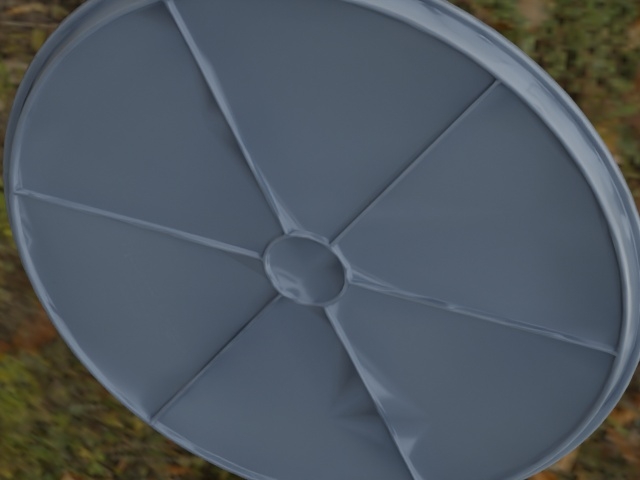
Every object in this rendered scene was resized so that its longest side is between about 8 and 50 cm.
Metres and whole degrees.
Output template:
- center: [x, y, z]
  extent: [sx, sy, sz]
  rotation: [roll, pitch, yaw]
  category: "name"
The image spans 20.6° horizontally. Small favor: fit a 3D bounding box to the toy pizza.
- center: [0.000, 0.000, 0.531]
  extent: [0.201, 0.201, 0.032]
  rotation: [59, 34, -25]
  category: "toy pizza"
